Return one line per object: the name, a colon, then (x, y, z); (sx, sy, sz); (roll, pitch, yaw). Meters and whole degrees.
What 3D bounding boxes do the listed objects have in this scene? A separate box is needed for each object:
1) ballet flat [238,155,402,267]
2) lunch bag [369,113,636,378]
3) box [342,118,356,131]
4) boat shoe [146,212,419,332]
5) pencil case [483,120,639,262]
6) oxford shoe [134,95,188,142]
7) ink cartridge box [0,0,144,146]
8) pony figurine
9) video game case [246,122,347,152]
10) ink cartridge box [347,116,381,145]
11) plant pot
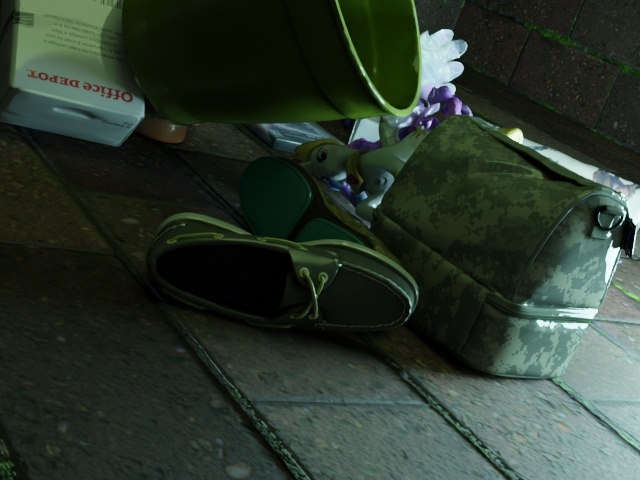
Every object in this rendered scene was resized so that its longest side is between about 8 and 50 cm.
ballet flat: (0.000, 0.000, 1.371); (0.123, 0.123, 0.348); (9, 20, -33)
lunch bag: (0.223, 0.000, 1.347); (0.212, 0.256, 0.305); (6, 22, -38)
box: (0.132, -0.343, 2.368); (0.108, 0.207, 0.153); (16, 18, -13)
boat shoe: (-0.041, 0.048, 1.163); (0.305, 0.109, 0.091); (14, 18, -2)
pencil case: (0.409, -0.101, 2.028); (0.410, 0.160, 0.183); (22, -19, 7)
oxford shoe: (-0.252, -0.274, 1.848); (0.130, 0.133, 0.363); (16, 17, -11)
ink cartridge box: (-0.367, -0.296, 1.570); (0.198, 0.273, 0.115); (11, -25, -29)
pony figurine: (0.149, -0.140, 1.667); (0.351, 0.303, 0.363); (-25, 26, -24)
video game case: (-0.067, -0.222, 2.089); (0.196, 0.026, 0.274); (9, 21, -34)
ink cartridge box: (0.139, -0.206, 2.165); (0.148, 0.086, 0.203); (21, 18, 2)
plant pot: (-0.081, -0.321, 1.543); (0.353, 0.366, 0.366); (-11, 5, 23)
